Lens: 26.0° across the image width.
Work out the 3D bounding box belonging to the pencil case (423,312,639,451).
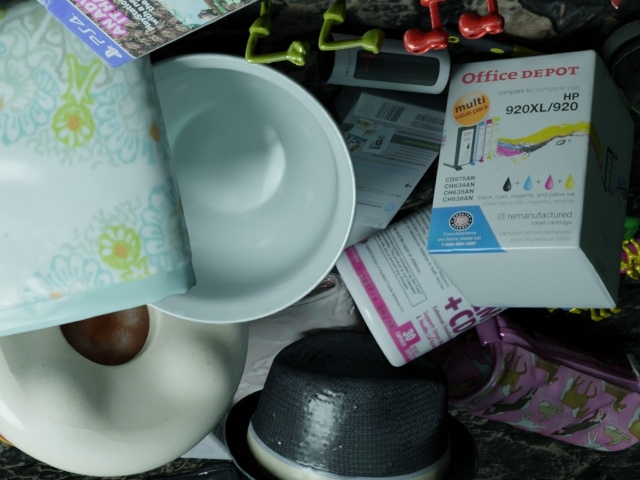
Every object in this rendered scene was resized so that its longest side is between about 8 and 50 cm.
[{"bbox_3d":[0.323,0.203,2.029,0.386,0.160,0.167,19,102,-36],"label":"pencil case"}]

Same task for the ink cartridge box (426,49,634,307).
[{"bbox_3d":[0.233,-0.063,1.513,0.171,0.233,0.168,-2,155,26],"label":"ink cartridge box"}]

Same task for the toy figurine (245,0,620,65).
[{"bbox_3d":[0.111,-0.249,1.296,0.362,0.191,0.217,-10,172,14],"label":"toy figurine"}]

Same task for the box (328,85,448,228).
[{"bbox_3d":[0.057,-0.099,1.595,0.145,0.038,0.186,9,130,-31],"label":"box"}]

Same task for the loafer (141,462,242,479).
[{"bbox_3d":[-0.232,0.421,2.235,0.223,0.078,0.076,-14,145,3],"label":"loafer"}]

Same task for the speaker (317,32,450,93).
[{"bbox_3d":[0.067,-0.189,1.482,0.136,0.055,0.055,4,142,-21],"label":"speaker"}]

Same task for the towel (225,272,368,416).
[{"bbox_3d":[-0.082,0.164,1.912,0.316,0.053,0.332,-11,148,9],"label":"towel"}]

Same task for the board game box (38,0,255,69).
[{"bbox_3d":[-0.127,-0.304,1.110,0.291,0.141,0.232,-20,137,30],"label":"board game box"}]

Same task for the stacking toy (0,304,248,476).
[{"bbox_3d":[-0.332,0.139,1.690,0.350,0.351,0.480,9,159,-28],"label":"stacking toy"}]

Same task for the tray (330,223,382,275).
[{"bbox_3d":[0.000,0.000,1.752,0.145,0.030,0.270,-35,139,28],"label":"tray"}]

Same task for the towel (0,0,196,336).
[{"bbox_3d":[-0.333,-0.066,1.351,0.374,0.090,0.321,-12,104,-1],"label":"towel"}]

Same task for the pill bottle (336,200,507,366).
[{"bbox_3d":[0.175,0.021,1.693,0.283,0.160,0.160,-29,144,2],"label":"pill bottle"}]

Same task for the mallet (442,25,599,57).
[{"bbox_3d":[0.212,-0.202,1.530,0.189,0.039,0.062,6,144,-16],"label":"mallet"}]

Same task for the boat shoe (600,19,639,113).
[{"bbox_3d":[0.460,-0.172,1.592,0.305,0.091,0.109,8,141,-27],"label":"boat shoe"}]

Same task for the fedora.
[{"bbox_3d":[0.046,0.214,1.774,0.334,0.334,0.153,-1,117,-15],"label":"fedora"}]

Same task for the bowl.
[{"bbox_3d":[-0.106,-0.072,1.478,0.297,0.134,0.298,1,112,4],"label":"bowl"}]

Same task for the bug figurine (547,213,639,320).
[{"bbox_3d":[0.355,0.033,1.856,0.216,0.072,0.279,-26,153,28],"label":"bug figurine"}]

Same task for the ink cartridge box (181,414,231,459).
[{"bbox_3d":[-0.255,0.245,1.931,0.232,0.066,0.189,-7,147,22],"label":"ink cartridge box"}]
